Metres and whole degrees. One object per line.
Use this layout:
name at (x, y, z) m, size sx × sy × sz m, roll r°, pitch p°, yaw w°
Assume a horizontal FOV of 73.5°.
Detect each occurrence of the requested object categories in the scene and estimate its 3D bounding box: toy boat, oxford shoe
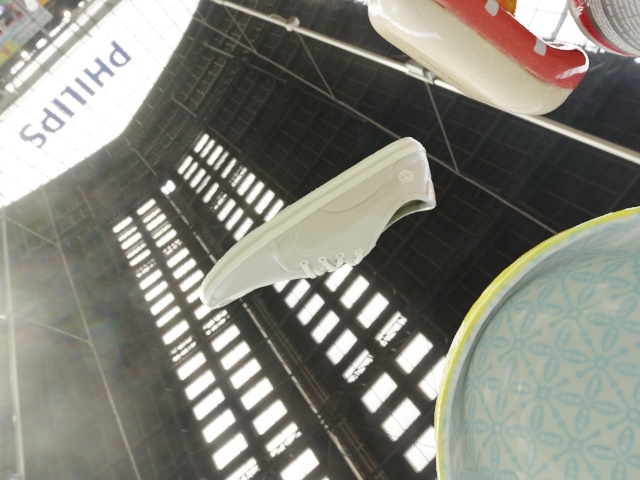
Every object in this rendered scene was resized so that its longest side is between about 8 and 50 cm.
toy boat at (0.172, -0.230, 0.423) m, size 0.151 × 0.231 × 0.151 m, roll -57°, pitch -158°, yaw 20°
oxford shoe at (0.000, 0.000, 0.708) m, size 0.449 × 0.169 × 0.130 m, roll -32°, pitch -97°, yaw 2°

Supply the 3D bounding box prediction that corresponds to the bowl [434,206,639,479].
bowl at (0.219, 0.123, 0.308) m, size 0.289 × 0.156 × 0.290 m, roll 0°, pitch -91°, yaw 7°

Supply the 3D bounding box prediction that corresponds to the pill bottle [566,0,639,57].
pill bottle at (0.310, -0.204, 0.268) m, size 0.176 × 0.176 × 0.318 m, roll -25°, pitch -159°, yaw 15°
